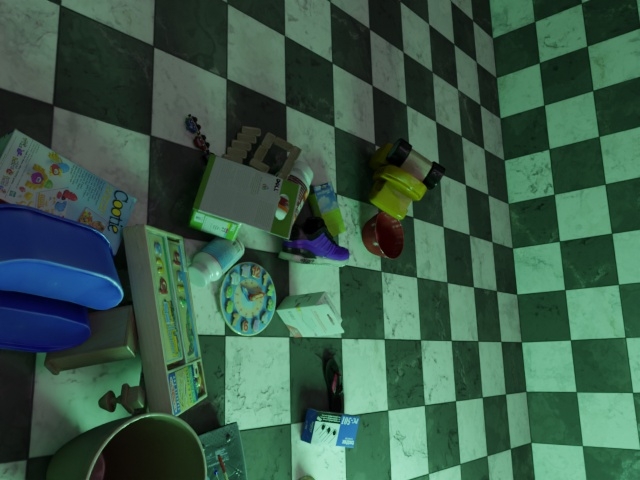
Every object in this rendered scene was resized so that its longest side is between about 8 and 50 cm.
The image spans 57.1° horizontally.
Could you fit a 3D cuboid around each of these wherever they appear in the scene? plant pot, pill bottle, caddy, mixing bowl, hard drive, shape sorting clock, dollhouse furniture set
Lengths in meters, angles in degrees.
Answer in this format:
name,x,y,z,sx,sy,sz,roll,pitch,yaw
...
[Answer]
name,x,y,z,sx,sy,sz,roll,pitch,yaw
plant pot,-0.408,0.461,1.137,0.256,0.274,0.256,16,69,-48
pill bottle,-0.277,0.050,1.539,0.160,0.087,0.087,-48,117,-44
pill bottle,-0.105,-0.134,1.762,0.121,0.121,0.221,50,48,-30
caddy,-0.538,0.064,1.087,0.341,0.241,0.179,25,23,-53
mixing bowl,0.213,-0.016,2.129,0.181,0.098,0.181,15,71,-48
hard drive,-0.260,0.594,1.454,0.172,0.054,0.254,-4,84,-50
shape sorting clock,-0.199,0.162,1.642,0.206,0.040,0.206,15,69,-47
dollhouse furniture set,-0.438,0.288,1.320,0.355,0.174,0.303,76,4,-47

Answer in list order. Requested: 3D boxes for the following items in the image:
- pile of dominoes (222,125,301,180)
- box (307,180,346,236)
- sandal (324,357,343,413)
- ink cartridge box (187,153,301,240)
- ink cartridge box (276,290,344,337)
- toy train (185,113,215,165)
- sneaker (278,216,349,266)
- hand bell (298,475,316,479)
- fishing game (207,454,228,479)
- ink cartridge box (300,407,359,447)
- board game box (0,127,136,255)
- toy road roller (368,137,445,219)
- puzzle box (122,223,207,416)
name,x,y,z,sx,sy,sz,roll,pitch,yaw
pile of dominoes,-0.187,-0.218,1.715,0.196,0.040,0.251,28,54,-6
box,0.019,-0.100,1.962,0.109,0.042,0.178,-25,100,-50
sandal,0.051,0.462,1.865,0.067,0.040,0.179,-2,83,-49
ink cartridge box,-0.199,-0.093,1.553,0.255,0.097,0.188,18,56,-12
ink cartridge box,-0.018,0.216,1.719,0.115,0.198,0.067,60,43,-22
toy train,-0.328,-0.269,1.605,0.036,0.027,0.158,-36,108,-37
sneaker,0.000,0.000,1.839,0.293,0.102,0.146,5,97,-50
hand bell,0.047,0.735,1.638,0.126,0.242,0.126,15,70,-48
fishing game,-0.327,0.611,1.342,0.264,0.041,0.189,-21,98,-27
ink cartridge box,0.034,0.576,1.803,0.207,0.046,0.097,24,74,-45
board game box,-0.549,-0.080,1.204,0.275,0.142,0.144,35,57,-39
toy road roller,0.270,-0.207,2.120,0.203,0.329,0.240,33,86,-10
puzzle box,-0.344,0.177,1.329,0.272,0.052,0.408,47,33,-84
